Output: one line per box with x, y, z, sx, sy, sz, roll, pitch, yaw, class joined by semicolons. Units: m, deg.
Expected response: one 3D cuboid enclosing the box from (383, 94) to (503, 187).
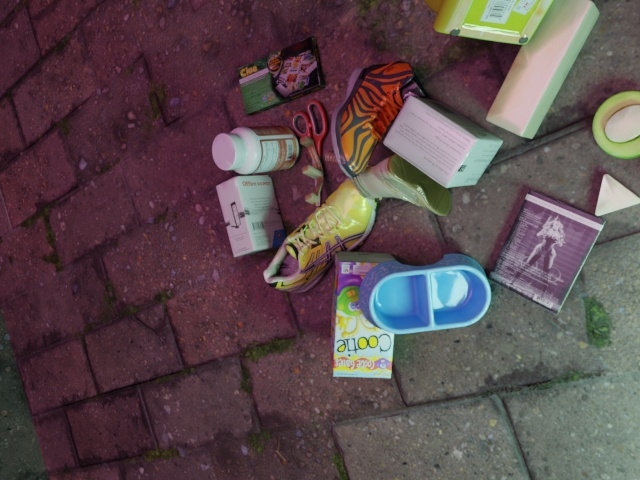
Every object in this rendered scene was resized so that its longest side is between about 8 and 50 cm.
0.266;-0.213;1.235;0.182;0.181;0.119;40;117;23;box

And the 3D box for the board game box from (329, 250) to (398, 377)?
0.101;0.174;1.381;0.144;0.142;0.275;2;99;-3;board game box

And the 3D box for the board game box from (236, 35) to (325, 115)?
-0.111;-0.439;1.545;0.260;0.030;0.136;-11;92;33;board game box

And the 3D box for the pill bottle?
-0.169;-0.236;1.486;0.121;0.216;0.121;11;106;40;pill bottle

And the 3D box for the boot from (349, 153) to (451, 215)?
0.185;-0.119;1.329;0.165;0.213;0.077;-7;58;54;boot

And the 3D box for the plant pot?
0.319;-0.499;1.048;0.228;0.227;0.207;111;161;-57;plant pot

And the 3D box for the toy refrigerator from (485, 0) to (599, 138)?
0.441;-0.350;1.153;0.094;0.102;0.269;34;113;25;toy refrigerator

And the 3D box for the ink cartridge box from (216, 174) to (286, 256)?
-0.186;-0.069;1.565;0.086;0.148;0.203;-17;85;35;ink cartridge box

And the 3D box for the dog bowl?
0.236;0.123;1.269;0.297;0.074;0.166;-7;98;-2;dog bowl

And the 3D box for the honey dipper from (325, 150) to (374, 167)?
0.086;-0.194;1.446;0.161;0.030;0.030;20;106;28;honey dipper

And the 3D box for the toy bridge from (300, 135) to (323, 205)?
-0.018;-0.174;1.467;0.026;0.063;0.188;-21;64;33;toy bridge

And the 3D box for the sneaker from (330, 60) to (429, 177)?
0.137;-0.290;1.274;0.180;0.124;0.321;-7;57;33;sneaker

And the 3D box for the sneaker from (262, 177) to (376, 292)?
0.000;0.000;1.454;0.145;0.147;0.384;46;115;22;sneaker

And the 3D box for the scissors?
-0.005;-0.217;1.506;0.109;0.021;0.297;-17;86;33;scissors

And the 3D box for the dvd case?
0.478;0.023;1.224;0.164;0.018;0.221;29;111;28;dvd case

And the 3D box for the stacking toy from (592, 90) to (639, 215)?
0.635;-0.158;1.034;0.279;0.130;0.309;2;97;32;stacking toy
